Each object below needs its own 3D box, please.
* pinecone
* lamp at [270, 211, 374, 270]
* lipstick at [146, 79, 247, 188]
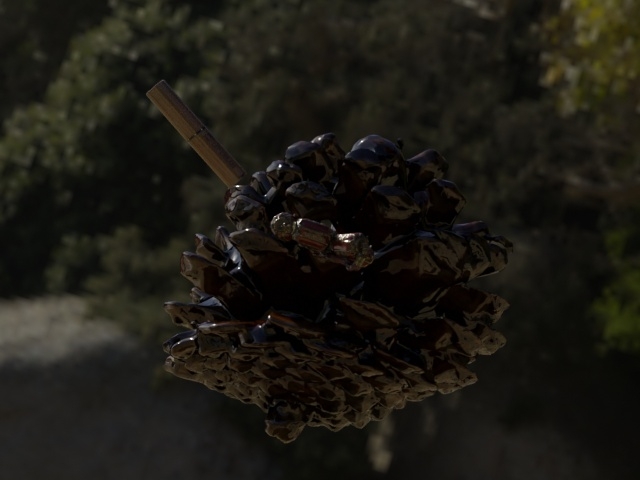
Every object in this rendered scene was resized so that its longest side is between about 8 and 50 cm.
[{"bbox_3d":[0.019,0.035,1.723,0.298,0.296,0.242,4,-50,35],"label":"pinecone"},{"bbox_3d":[0.000,0.000,1.535,0.083,0.031,0.063,22,-5,8],"label":"lamp"},{"bbox_3d":[-0.092,-0.079,1.465,0.094,0.019,0.019,48,-12,-4],"label":"lipstick"}]
